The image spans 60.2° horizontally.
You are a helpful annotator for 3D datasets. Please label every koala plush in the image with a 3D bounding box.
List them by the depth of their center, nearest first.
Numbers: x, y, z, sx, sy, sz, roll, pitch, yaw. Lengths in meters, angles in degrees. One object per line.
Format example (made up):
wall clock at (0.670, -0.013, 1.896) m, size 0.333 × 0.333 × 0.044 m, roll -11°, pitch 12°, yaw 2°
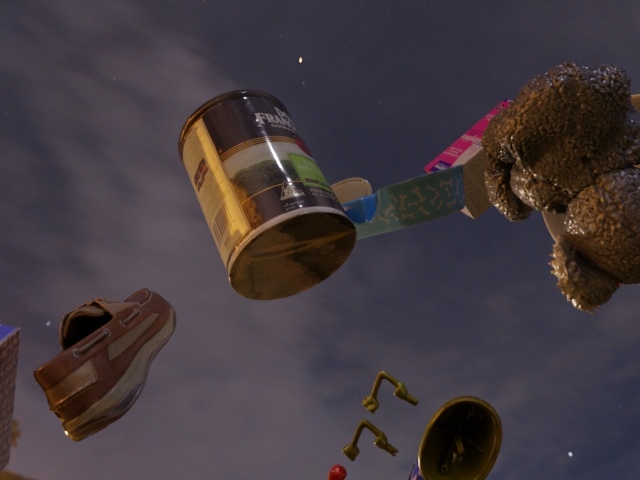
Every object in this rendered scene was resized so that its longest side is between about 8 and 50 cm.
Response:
koala plush at (0.285, -0.049, 0.570) m, size 0.196 × 0.221 × 0.203 m, roll -27°, pitch -27°, yaw 17°

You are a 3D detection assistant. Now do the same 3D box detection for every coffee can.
coffee can at (-0.091, -0.073, 0.876) m, size 0.201 × 0.275 × 0.201 m, roll -20°, pitch -33°, yaw -13°

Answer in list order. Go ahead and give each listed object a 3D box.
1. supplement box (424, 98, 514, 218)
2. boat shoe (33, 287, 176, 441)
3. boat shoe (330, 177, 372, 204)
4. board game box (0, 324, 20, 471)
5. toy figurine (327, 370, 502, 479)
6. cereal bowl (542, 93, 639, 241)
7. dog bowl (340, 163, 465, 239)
supplement box at (0.334, -0.161, 1.081) m, size 0.220 × 0.111 × 0.114 m, roll -42°, pitch -68°, yaw 2°
boat shoe at (-0.285, 0.128, 0.755) m, size 0.123 × 0.324 × 0.116 m, roll -35°, pitch -74°, yaw 3°
boat shoe at (0.002, 0.003, 1.289) m, size 0.340 × 0.127 × 0.113 m, roll -51°, pitch -31°, yaw -5°
board game box at (-0.591, 0.220, 0.744) m, size 0.291 × 0.141 × 0.232 m, roll 12°, pitch -76°, yaw -4°
toy figurine at (0.123, 0.354, 0.784) m, size 0.191 × 0.217 × 0.363 m, roll 20°, pitch -87°, yaw 19°
cereal bowl at (0.608, -0.094, 1.053) m, size 0.141 × 0.339 × 0.339 m, roll 10°, pitch -44°, yaw -45°
dog bowl at (0.122, -0.056, 0.970) m, size 0.297 × 0.166 × 0.074 m, roll -16°, pitch -88°, yaw 48°
